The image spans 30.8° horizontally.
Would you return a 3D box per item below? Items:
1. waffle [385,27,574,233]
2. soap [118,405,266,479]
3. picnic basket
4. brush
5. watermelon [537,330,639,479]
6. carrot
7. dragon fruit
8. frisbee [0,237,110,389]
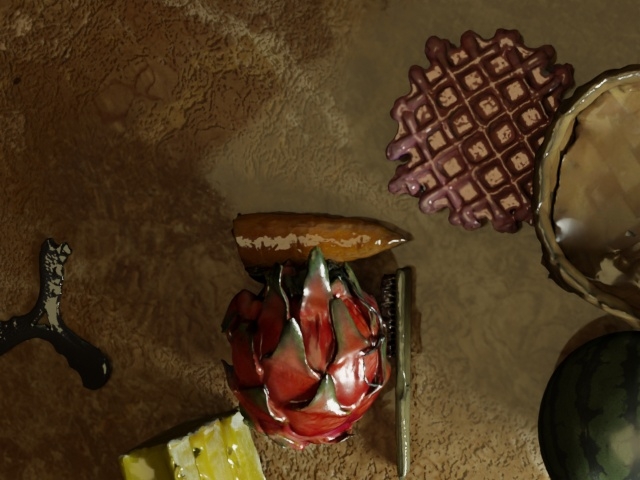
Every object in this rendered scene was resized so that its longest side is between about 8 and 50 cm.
[{"bbox_3d":[0.187,-0.128,1.326,0.221,0.055,0.234,16,95,12],"label":"waffle"},{"bbox_3d":[-0.119,0.369,1.365,0.091,0.199,0.315,-17,90,22],"label":"soap"},{"bbox_3d":[0.375,-0.036,1.131,0.337,0.337,0.293,11,93,14],"label":"picnic basket"},{"bbox_3d":[0.090,0.156,1.376,0.036,0.043,0.248,0,94,22],"label":"brush"},{"bbox_3d":[0.332,0.200,1.227,0.212,0.212,0.212,1,93,15],"label":"watermelon"},{"bbox_3d":[0.000,0.000,1.377,0.205,0.072,0.072,-1,93,13],"label":"carrot"},{"bbox_3d":[-0.014,0.118,1.318,0.193,0.192,0.274,11,120,-11],"label":"dragon fruit"},{"bbox_3d":[-0.362,0.089,1.508,0.211,0.012,0.187,8,94,16],"label":"frisbee"}]
